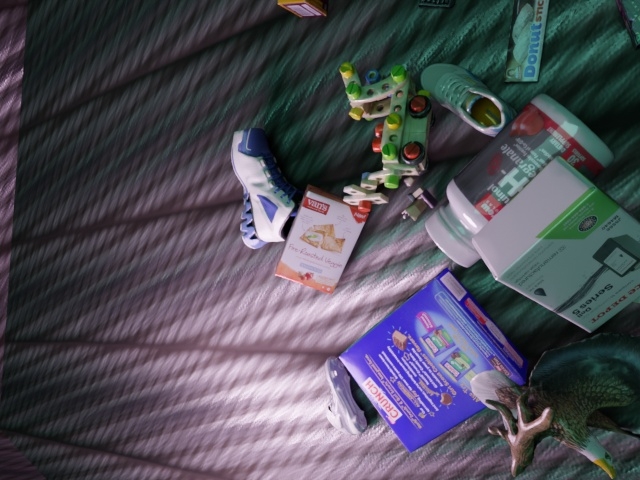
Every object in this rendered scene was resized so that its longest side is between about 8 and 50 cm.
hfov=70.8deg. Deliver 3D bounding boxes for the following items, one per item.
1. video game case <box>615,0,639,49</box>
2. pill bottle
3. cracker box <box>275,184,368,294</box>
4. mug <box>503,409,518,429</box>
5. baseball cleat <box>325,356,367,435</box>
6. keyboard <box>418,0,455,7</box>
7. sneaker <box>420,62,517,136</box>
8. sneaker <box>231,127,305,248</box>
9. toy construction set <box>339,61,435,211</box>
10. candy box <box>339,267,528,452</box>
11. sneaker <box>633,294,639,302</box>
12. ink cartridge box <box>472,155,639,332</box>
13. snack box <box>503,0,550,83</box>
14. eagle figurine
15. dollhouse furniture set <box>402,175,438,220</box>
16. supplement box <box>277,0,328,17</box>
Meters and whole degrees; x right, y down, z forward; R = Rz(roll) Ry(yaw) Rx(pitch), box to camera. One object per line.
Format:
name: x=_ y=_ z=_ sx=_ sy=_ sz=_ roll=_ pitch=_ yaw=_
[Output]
video game case: x=0.610 y=-0.470 z=0.736 sx=0.231 sy=0.041 sz=0.211 roll=-22 pitch=85 yaw=31
pill bottle: x=0.357 y=-0.099 z=0.856 sx=0.176 sy=0.176 sz=0.319 roll=50 pitch=117 yaw=16
cracker box: x=0.000 y=0.000 z=1.102 sx=0.155 sy=0.067 sz=0.233 roll=19 pitch=109 yaw=-9
mug: x=0.418 y=0.358 z=0.950 sx=0.064 sy=0.062 sz=0.078 roll=-13 pitch=96 yaw=23
baseball cleat: x=0.042 y=0.411 z=1.172 sx=0.109 sy=0.072 sz=0.206 roll=-31 pitch=77 yaw=37
keyboard: x=0.248 y=-0.589 z=0.946 sx=0.108 sy=0.023 sz=0.181 roll=19 pitch=105 yaw=28
sneaker: x=0.296 y=-0.295 z=0.916 sx=0.228 sy=0.092 sz=0.088 roll=41 pitch=116 yaw=21
sneaker: x=-0.114 y=-0.134 z=1.173 sx=0.182 sy=0.127 sz=0.316 roll=1 pitch=104 yaw=27
toy construction set: x=0.132 y=-0.226 z=0.968 sx=0.214 sy=0.151 sz=0.329 roll=4 pitch=92 yaw=24
candy box: x=0.241 y=0.266 z=1.005 sx=0.317 sy=0.122 sz=0.268 roll=-45 pitch=75 yaw=26
sneaker: x=0.635 y=0.160 z=0.778 sx=0.111 sy=0.102 sz=0.253 roll=-34 pitch=72 yaw=33
ink cartridge box: x=0.435 y=0.017 z=0.769 sx=0.198 sy=0.272 sz=0.115 roll=-51 pitch=27 yaw=26
snack box: x=0.404 y=-0.401 z=0.878 sx=0.064 sy=0.022 sz=0.179 roll=9 pitch=101 yaw=28
eagle figurine: x=0.447 y=0.299 z=0.795 sx=0.226 sy=0.298 sz=0.226 roll=69 pitch=155 yaw=7
dollhouse furniture set: x=0.186 y=-0.077 z=0.996 sx=0.091 sy=0.114 sz=0.081 roll=49 pitch=127 yaw=2
supplement box: x=-0.032 y=-0.641 z=1.057 sx=0.080 sy=0.104 sz=0.189 roll=13 pitch=103 yaw=28
